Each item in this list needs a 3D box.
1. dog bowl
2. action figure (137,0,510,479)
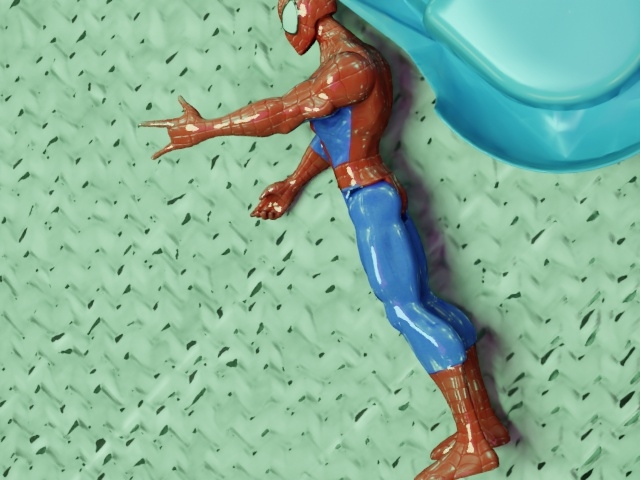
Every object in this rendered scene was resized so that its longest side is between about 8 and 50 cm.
[{"bbox_3d":[0.080,-0.163,0.827,0.297,0.074,0.166,43,101,8],"label":"dog bowl"},{"bbox_3d":[0.000,0.000,0.879,0.139,0.091,0.280,-15,93,12],"label":"action figure"}]
